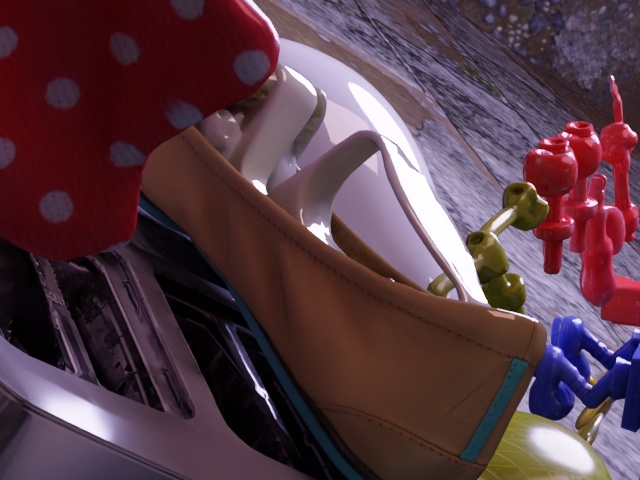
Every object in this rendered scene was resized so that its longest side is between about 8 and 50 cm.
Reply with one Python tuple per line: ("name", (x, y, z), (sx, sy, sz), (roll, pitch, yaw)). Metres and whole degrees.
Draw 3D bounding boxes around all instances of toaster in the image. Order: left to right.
("toaster", (-0.075, 0.069, 0.527), (0.168, 0.110, 0.186), (27, 18, -32))

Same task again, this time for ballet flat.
("ballet flat", (-0.010, -0.014, 0.568), (0.080, 0.073, 0.232), (21, 21, -51))

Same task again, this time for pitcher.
("pitcher", (0.000, 0.000, 0.914), (0.207, 0.125, 0.178), (53, 19, 14))

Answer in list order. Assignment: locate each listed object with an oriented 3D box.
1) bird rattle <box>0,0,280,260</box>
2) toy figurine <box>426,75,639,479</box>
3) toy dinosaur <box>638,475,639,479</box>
("bird rattle", (-0.140, -0.023, 0.366), (0.143, 0.253, 0.207), (53, -1, 36))
("toy figurine", (0.202, 0.053, 0.860), (0.217, 0.191, 0.362), (6, 18, 20))
("toy dinosaur", (0.251, 0.175, 0.995), (0.322, 0.164, 0.218), (-21, 37, -37))
